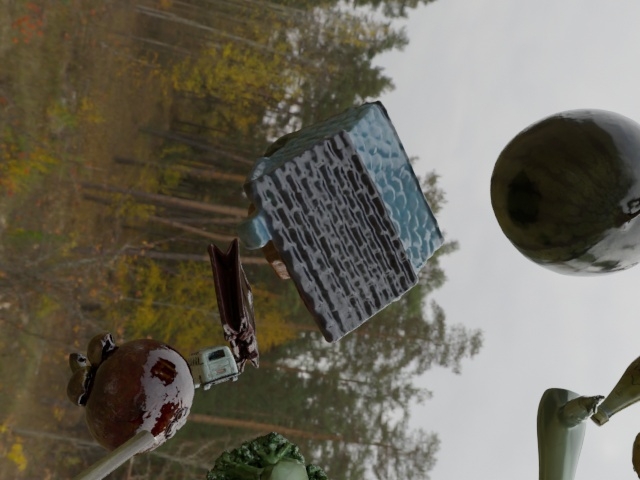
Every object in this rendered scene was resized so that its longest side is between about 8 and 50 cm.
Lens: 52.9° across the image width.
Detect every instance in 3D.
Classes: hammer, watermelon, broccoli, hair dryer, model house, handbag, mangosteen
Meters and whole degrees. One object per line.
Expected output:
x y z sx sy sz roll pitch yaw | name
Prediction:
-0.207 0.211 0.542 0.182 0.062 0.017 -26 145 -56 | hammer
0.434 -0.078 1.073 0.359 0.278 0.279 -103 -154 -74 | watermelon
-0.088 0.473 1.179 0.270 0.269 0.270 118 -21 -48 | broccoli
0.369 0.291 0.938 0.237 0.075 0.207 87 18 -55 | hair dryer
0.000 0.000 1.150 0.297 0.360 0.339 -12 -158 37 | model house
-0.218 0.167 1.656 0.260 0.084 0.276 85 -7 -50 | handbag
-0.365 0.274 1.208 0.215 0.257 0.215 -56 169 -17 | mangosteen

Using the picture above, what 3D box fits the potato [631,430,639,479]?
0.729 0.473 1.331 0.137 0.176 0.137 -46 180 0 | potato

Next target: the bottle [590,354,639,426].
0.677 0.297 1.362 0.083 0.269 0.083 54 -7 9 | bottle

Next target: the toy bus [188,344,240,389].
-0.252 0.286 1.465 0.194 0.087 0.089 -27 -102 66 | toy bus
